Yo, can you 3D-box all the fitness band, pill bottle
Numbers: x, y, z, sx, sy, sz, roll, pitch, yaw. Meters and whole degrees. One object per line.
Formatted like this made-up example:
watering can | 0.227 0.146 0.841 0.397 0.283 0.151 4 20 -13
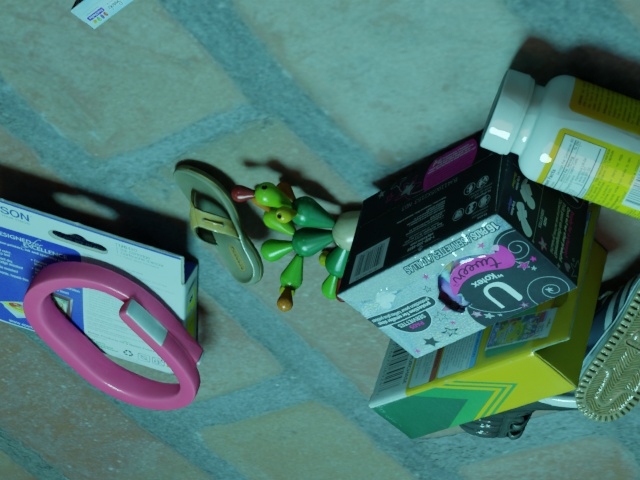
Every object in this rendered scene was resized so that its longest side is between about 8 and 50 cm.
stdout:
fitness band | -0.286 0.136 2.105 0.209 0.054 0.291 -8 135 37
pill bottle | 0.278 -0.103 1.566 0.208 0.117 0.117 20 144 2

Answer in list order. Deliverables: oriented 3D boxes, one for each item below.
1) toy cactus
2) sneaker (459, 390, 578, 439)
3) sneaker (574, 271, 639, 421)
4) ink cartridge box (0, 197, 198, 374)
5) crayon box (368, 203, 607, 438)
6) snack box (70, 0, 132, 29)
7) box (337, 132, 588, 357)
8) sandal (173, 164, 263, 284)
toy cactus | 0.000 0.000 1.866 0.181 0.112 0.219 -13 124 25
sneaker | 0.279 0.196 1.969 0.296 0.104 0.147 3 142 32
sneaker | 0.387 0.068 1.767 0.099 0.153 0.282 31 113 -9
ink cartridge box | -0.321 0.048 2.104 0.304 0.072 0.307 18 142 7
crayon box | 0.216 0.101 1.785 0.083 0.203 0.323 39 141 -23
snack box | -0.194 -0.291 1.573 0.037 0.100 0.141 39 140 -24
box | 0.164 0.004 1.705 0.142 0.163 0.247 38 135 -24
sandal | -0.133 -0.015 1.902 0.072 0.049 0.180 -11 112 50
